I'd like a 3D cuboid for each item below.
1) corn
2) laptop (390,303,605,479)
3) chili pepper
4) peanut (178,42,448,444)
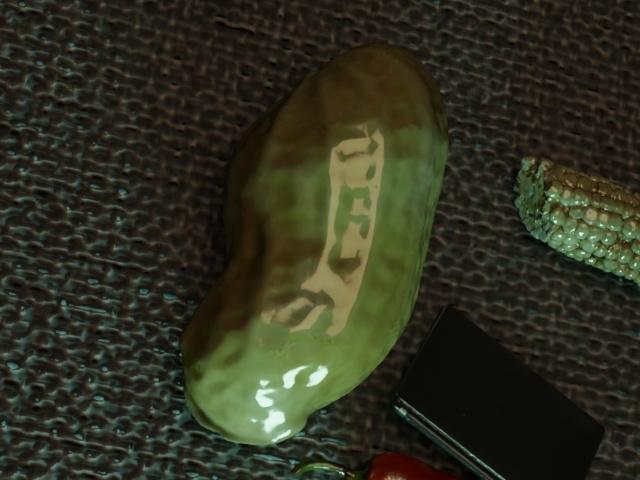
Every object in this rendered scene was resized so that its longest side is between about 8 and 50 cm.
[{"bbox_3d":[0.265,-0.004,1.391,0.210,0.087,0.087,19,73,-9],"label":"corn"},{"bbox_3d":[0.150,0.148,1.335,0.180,0.016,0.129,39,47,-5],"label":"laptop"},{"bbox_3d":[0.104,0.222,1.303,0.272,0.063,0.071,19,85,-14],"label":"chili pepper"},{"bbox_3d":[0.006,0.001,1.275,0.174,0.158,0.340,19,75,-33],"label":"peanut"}]
